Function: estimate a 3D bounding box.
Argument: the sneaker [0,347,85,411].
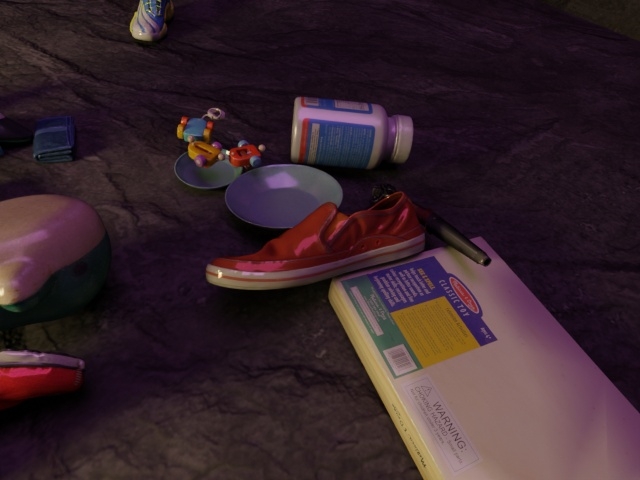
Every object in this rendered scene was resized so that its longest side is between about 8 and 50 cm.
[{"bbox_3d":[-0.376,0.184,0.419,0.278,0.107,0.119,-13,69,-16],"label":"sneaker"}]

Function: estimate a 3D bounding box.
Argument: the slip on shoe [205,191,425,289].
[{"bbox_3d":[0.000,0.000,0.604,0.331,0.123,0.102,-14,96,-23],"label":"slip on shoe"}]

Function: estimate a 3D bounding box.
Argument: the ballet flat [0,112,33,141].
[{"bbox_3d":[-0.615,-0.205,0.734,0.203,0.074,0.074,-3,48,-16],"label":"ballet flat"}]

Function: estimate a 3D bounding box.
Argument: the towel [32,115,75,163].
[{"bbox_3d":[-0.482,-0.186,0.777,0.067,0.029,0.120,-12,50,-19],"label":"towel"}]

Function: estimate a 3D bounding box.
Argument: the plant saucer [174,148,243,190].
[{"bbox_3d":[-0.200,-0.125,0.772,0.119,0.021,0.119,5,47,-5],"label":"plant saucer"}]

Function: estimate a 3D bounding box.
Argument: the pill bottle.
[{"bbox_3d":[0.056,-0.199,0.816,0.221,0.124,0.124,5,46,-6],"label":"pill bottle"}]

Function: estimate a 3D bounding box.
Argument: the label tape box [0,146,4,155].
[{"bbox_3d":[-0.683,-0.176,0.589,0.105,0.241,0.333,34,50,24],"label":"label tape box"}]

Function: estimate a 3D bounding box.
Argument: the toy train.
[{"bbox_3d":[-0.183,-0.170,0.773,0.125,0.046,0.166,-24,58,-30],"label":"toy train"}]

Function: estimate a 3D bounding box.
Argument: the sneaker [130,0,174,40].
[{"bbox_3d":[-0.450,-0.624,1.128,0.091,0.126,0.240,2,46,-8],"label":"sneaker"}]

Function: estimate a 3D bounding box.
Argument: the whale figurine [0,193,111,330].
[{"bbox_3d":[-0.369,0.055,0.482,0.216,0.141,0.272,12,37,31],"label":"whale figurine"}]

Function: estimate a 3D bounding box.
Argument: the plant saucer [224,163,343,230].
[{"bbox_3d":[-0.059,-0.066,0.717,0.194,0.038,0.195,0,39,0],"label":"plant saucer"}]

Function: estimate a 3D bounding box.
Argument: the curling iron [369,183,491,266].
[{"bbox_3d":[0.166,-0.029,0.690,0.068,0.035,0.274,-6,32,-29],"label":"curling iron"}]

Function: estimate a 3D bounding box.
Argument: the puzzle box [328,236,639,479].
[{"bbox_3d":[0.214,0.177,0.537,0.271,0.052,0.409,-13,50,-20],"label":"puzzle box"}]
